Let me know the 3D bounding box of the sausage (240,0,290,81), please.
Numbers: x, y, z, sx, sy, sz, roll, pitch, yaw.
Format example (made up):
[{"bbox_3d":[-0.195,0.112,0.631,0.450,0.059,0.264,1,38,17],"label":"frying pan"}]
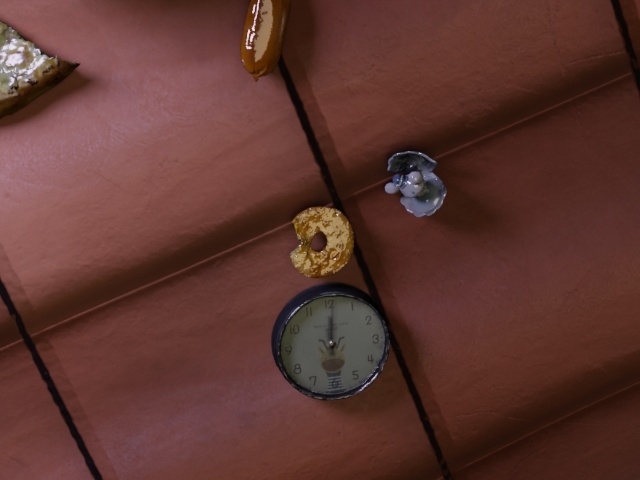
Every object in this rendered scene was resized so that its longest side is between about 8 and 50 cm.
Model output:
[{"bbox_3d":[-0.075,-0.313,1.863,0.062,0.054,0.183,0,107,-45],"label":"sausage"}]

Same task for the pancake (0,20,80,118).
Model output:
[{"bbox_3d":[-0.515,-0.246,1.791,0.376,0.054,0.197,-4,106,-12],"label":"pancake"}]

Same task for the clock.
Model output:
[{"bbox_3d":[0.017,0.157,2.025,0.184,0.040,0.185,-3,107,-11],"label":"clock"}]

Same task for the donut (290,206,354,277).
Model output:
[{"bbox_3d":[0.000,0.000,1.975,0.097,0.043,0.108,6,103,-13],"label":"donut"}]

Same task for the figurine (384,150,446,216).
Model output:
[{"bbox_3d":[0.135,-0.088,1.961,0.086,0.094,0.082,36,56,-45],"label":"figurine"}]
